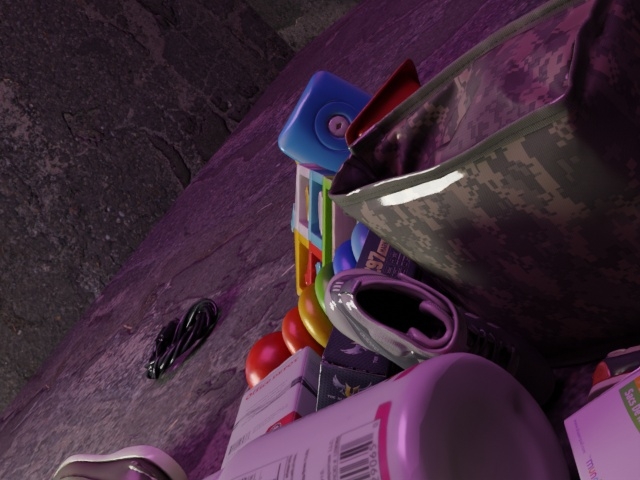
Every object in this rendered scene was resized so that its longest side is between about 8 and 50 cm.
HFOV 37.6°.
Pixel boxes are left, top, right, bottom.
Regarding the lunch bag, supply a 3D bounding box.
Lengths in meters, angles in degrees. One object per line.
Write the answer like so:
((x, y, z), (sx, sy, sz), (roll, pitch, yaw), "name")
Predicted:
((0.170, -0.029, 0.719), (0.287, 0.235, 0.169), (-25, 31, 51), "lunch bag")

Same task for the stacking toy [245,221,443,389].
((0.036, 0.072, 1.058), (0.330, 0.141, 0.141), (-45, 14, 27), "stacking toy")

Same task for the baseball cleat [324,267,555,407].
((0.099, 0.083, 0.689), (0.072, 0.206, 0.109), (-69, 15, -7), "baseball cleat")

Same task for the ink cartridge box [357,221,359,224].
((0.148, -0.073, 1.172), (0.218, 0.092, 0.158), (-29, 23, 53), "ink cartridge box")

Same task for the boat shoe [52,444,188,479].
((-0.294, 0.345, 1.242), (0.305, 0.109, 0.091), (-25, 20, 44), "boat shoe")

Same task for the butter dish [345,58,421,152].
((0.132, -0.160, 1.411), (0.160, 0.118, 0.160), (-50, -25, -10), "butter dish")

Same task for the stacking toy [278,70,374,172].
((0.002, -0.176, 1.764), (0.175, 0.165, 0.302), (-62, 7, -13), "stacking toy")

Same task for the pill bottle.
((0.022, 0.198, 0.673), (0.283, 0.160, 0.160), (-32, 21, 41), "pill bottle")

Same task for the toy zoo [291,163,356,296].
((0.000, 0.000, 1.256), (0.293, 0.030, 0.192), (-143, 52, -75), "toy zoo")

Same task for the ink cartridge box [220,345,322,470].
((-0.038, 0.196, 0.974), (0.109, 0.063, 0.150), (-40, 16, 23), "ink cartridge box")

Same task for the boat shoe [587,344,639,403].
((0.236, 0.083, 0.623), (0.137, 0.049, 0.043), (-34, 16, 52), "boat shoe")

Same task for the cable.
((-0.250, 0.180, 1.689), (0.150, 0.047, 0.184), (-29, 19, 34), "cable")

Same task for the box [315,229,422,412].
((0.046, 0.104, 0.857), (0.233, 0.059, 0.183), (-67, -13, -51), "box")

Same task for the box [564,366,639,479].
((0.200, 0.144, 0.426), (0.103, 0.114, 0.203), (-40, 15, 19), "box")
